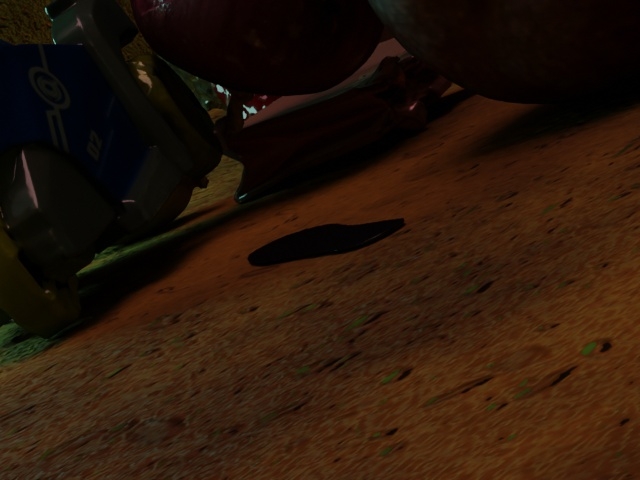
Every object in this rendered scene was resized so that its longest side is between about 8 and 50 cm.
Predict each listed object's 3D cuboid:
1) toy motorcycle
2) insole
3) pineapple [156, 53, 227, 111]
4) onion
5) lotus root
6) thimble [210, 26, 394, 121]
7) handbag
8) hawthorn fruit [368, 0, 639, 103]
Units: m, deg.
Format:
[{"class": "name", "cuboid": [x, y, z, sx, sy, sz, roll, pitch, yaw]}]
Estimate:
[{"class": "toy motorcycle", "cuboid": [-0.198, -0.057, 1.176, 0.191, 0.200, 0.326, -34, 9, 9]}, {"class": "insole", "cuboid": [0.000, 0.000, 0.988, 0.053, 0.002, 0.153, -28, 9, -27]}, {"class": "pineapple", "cuboid": [-0.022, -0.208, 1.811, 0.202, 0.202, 0.362, -27, 22, -23]}, {"class": "onion", "cuboid": [-0.042, -0.166, 1.260, 0.177, 0.153, 0.177, 1, 46, -1]}, {"class": "lotus root", "cuboid": [-0.142, -0.032, 1.382, 0.150, 0.062, 0.073, -20, -14, 17]}, {"class": "thimble", "cuboid": [-0.016, -0.179, 1.605, 0.125, 0.163, 0.189, -28, 30, -33]}, {"class": "handbag", "cuboid": [0.028, -0.102, 1.364, 0.157, 0.059, 0.212, -20, 11, 33]}, {"class": "hawthorn fruit", "cuboid": [0.149, -0.203, 1.068, 0.263, 0.231, 0.235, -35, 23, -32]}]
